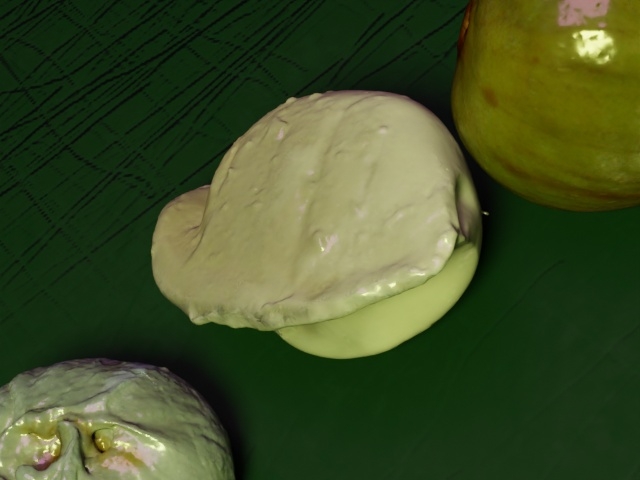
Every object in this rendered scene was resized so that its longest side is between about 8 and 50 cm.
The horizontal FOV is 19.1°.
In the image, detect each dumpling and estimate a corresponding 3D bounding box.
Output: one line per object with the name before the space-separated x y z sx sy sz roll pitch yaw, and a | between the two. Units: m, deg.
dumpling | -0.001 -0.001 0.881 0.150 0.092 0.176 -33 49 -3

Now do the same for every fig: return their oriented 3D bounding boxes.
fig | 0.150 -0.072 0.862 0.142 0.186 0.148 -54 10 38

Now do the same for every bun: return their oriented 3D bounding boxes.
bun | -0.110 0.109 0.856 0.141 0.083 0.140 -12 49 14
